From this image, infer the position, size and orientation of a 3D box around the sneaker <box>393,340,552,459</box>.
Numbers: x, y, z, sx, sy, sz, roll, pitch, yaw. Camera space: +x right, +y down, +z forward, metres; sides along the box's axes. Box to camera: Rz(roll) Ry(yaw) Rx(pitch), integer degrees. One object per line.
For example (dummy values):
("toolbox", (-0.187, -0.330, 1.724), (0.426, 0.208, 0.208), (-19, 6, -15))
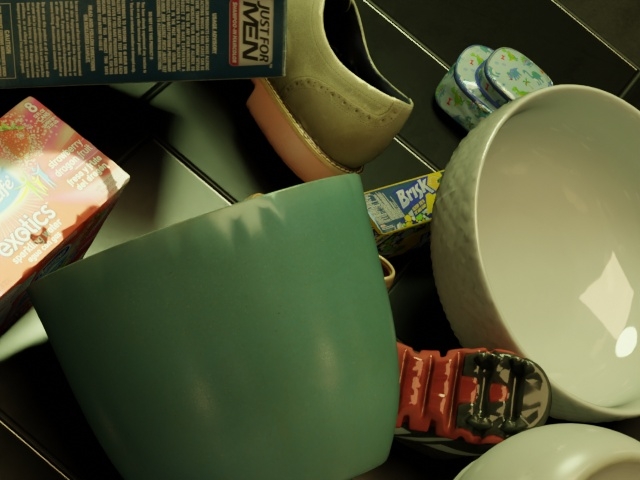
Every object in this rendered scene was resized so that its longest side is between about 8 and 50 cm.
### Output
("sneaker", (0.072, 0.142, 1.717), (0.276, 0.135, 0.097), (11, 68, 6))

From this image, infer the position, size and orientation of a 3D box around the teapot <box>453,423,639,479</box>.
("teapot", (0.189, 0.269, 1.627), (0.252, 0.187, 0.256), (-48, 123, -26))

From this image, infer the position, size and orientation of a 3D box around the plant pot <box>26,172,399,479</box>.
("plant pot", (-0.067, 0.103, 1.537), (0.293, 0.293, 0.235), (-16, 85, -40))

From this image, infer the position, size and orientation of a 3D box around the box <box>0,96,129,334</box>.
("box", (-0.294, 0.008, 1.576), (0.123, 0.128, 0.257), (40, 45, 2))

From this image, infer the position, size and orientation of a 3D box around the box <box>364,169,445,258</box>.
("box", (0.097, -0.027, 1.896), (0.169, 0.059, 0.054), (-16, 63, -39))

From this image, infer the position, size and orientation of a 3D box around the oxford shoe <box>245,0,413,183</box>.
("oxford shoe", (-0.039, -0.242, 1.906), (0.397, 0.146, 0.140), (56, 26, 14))

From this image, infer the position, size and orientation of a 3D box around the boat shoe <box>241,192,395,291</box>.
("boat shoe", (0.000, 0.000, 1.814), (0.170, 0.059, 0.063), (33, 44, -4))

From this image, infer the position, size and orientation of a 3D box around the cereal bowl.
("cereal bowl", (0.236, 0.023, 1.851), (0.339, 0.141, 0.339), (12, 69, -34))

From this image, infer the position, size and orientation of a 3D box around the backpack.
("backpack", (0.194, -0.163, 2.052), (0.114, 0.084, 0.105), (37, 42, 3))

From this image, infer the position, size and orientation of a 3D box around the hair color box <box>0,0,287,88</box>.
("hair color box", (-0.212, -0.229, 1.725), (0.347, 0.105, 0.174), (-3, 36, -8))
